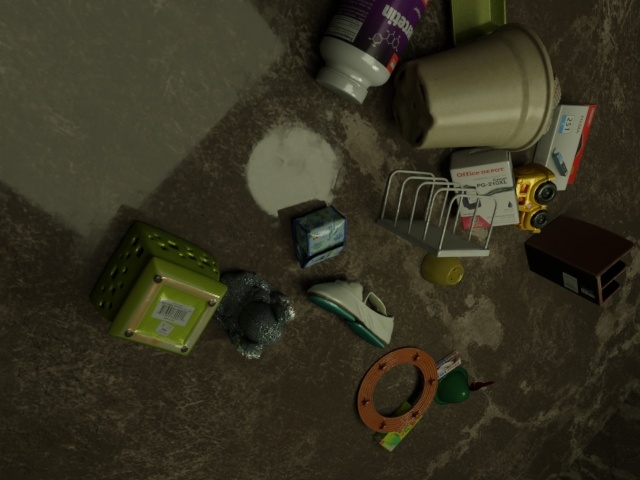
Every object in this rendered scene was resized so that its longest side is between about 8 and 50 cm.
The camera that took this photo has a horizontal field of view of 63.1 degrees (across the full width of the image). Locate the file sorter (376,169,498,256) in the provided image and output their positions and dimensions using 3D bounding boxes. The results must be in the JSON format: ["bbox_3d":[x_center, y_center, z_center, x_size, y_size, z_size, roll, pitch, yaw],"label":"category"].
[{"bbox_3d":[0.328,-0.081,1.471,0.193,0.278,0.173,-1,110,-31],"label":"file sorter"}]

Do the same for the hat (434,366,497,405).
[{"bbox_3d":[0.554,0.598,1.983,0.173,0.183,0.208,-32,125,-15],"label":"hat"}]

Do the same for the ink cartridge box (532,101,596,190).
[{"bbox_3d":[0.860,-0.324,1.811,0.261,0.066,0.296,-6,115,-28],"label":"ink cartridge box"}]

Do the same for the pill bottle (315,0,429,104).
[{"bbox_3d":[0.118,-0.491,1.209,0.182,0.181,0.322,22,100,-36],"label":"pill bottle"}]

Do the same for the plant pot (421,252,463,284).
[{"bbox_3d":[0.413,0.096,1.718,0.134,0.095,0.134,-13,119,-25],"label":"plant pot"}]

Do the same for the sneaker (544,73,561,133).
[{"bbox_3d":[0.701,-0.437,1.656,0.084,0.083,0.214,39,71,-42],"label":"sneaker"}]

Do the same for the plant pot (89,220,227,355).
[{"bbox_3d":[-0.360,0.122,1.194,0.228,0.207,0.227,29,96,-36],"label":"plant pot"}]

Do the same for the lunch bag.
[{"bbox_3d":[0.000,0.000,1.430,0.129,0.096,0.151,-21,136,-25],"label":"lunch bag"}]

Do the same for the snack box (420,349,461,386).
[{"bbox_3d":[0.456,0.486,1.973,0.178,0.022,0.064,-29,125,-17],"label":"snack box"}]

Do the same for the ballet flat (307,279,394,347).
[{"bbox_3d":[0.102,0.195,1.573,0.139,0.139,0.400,-50,132,-2],"label":"ballet flat"}]

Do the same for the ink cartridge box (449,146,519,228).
[{"bbox_3d":[0.504,-0.161,1.595,0.100,0.172,0.237,-69,144,-45],"label":"ink cartridge box"}]

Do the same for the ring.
[{"bbox_3d":[0.285,0.540,1.858,0.337,0.032,0.336,-7,108,-22],"label":"ring"}]

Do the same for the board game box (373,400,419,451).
[{"bbox_3d":[0.292,0.698,1.961,0.181,0.043,0.092,-47,127,-4],"label":"board game box"}]

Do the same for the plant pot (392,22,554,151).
[{"bbox_3d":[0.367,-0.373,1.361,0.306,0.334,0.333,-12,118,-13],"label":"plant pot"}]

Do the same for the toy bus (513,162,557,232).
[{"bbox_3d":[0.644,-0.135,1.731,0.212,0.149,0.220,-6,118,-14],"label":"toy bus"}]

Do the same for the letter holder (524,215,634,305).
[{"bbox_3d":[0.944,0.059,1.892,0.214,0.302,0.152,-36,126,-12],"label":"letter holder"}]

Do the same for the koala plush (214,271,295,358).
[{"bbox_3d":[-0.169,0.197,1.334,0.196,0.221,0.203,-42,127,-7],"label":"koala plush"}]

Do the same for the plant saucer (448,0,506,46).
[{"bbox_3d":[0.412,-0.642,1.402,0.188,0.045,0.188,-25,123,-19],"label":"plant saucer"}]
